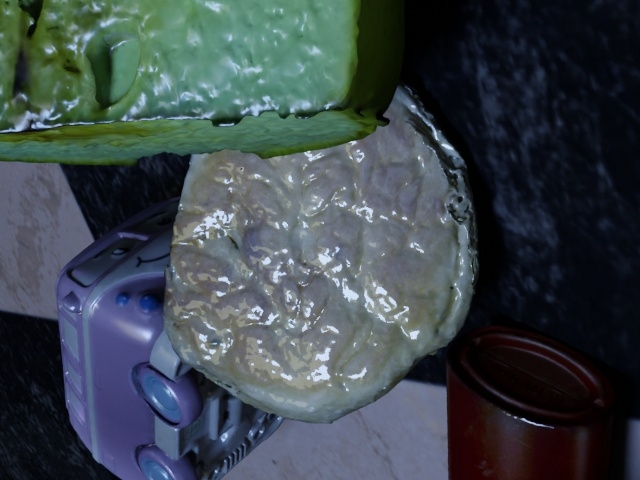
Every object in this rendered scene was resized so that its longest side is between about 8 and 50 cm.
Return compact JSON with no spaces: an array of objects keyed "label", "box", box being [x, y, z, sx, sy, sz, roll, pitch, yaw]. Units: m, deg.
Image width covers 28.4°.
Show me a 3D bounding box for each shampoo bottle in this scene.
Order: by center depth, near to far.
[{"label":"shampoo bottle","box":[0.122,0.174,0.763,0.102,0.064,0.260,27,138,34]}]

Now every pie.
[{"label":"pie","box":[-0.001,0.000,0.708,0.185,0.052,0.218,17,101,23]}]

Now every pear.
[{"label":"pear","box":[-0.099,-0.162,0.614,0.293,0.159,0.292,2,99,16]}]

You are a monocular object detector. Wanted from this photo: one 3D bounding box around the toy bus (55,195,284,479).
[{"label":"toy bus","box":[-0.099,0.073,0.879,0.142,0.142,0.202,37,143,24]}]
